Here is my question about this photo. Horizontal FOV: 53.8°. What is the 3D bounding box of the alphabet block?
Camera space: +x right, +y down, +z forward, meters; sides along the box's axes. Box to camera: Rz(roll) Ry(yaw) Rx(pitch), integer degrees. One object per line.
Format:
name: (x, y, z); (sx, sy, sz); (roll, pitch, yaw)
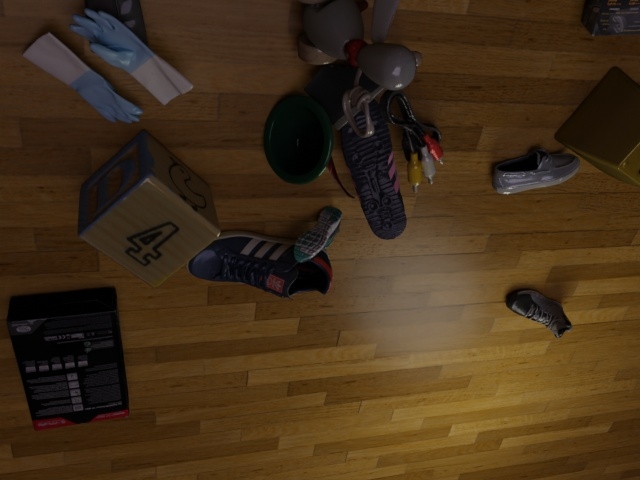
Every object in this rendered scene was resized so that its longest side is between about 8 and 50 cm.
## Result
alphabet block: (-0.345, -0.061, 1.268); (0.193, 0.192, 0.197); (-37, 129, 13)

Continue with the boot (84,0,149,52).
boot: (-0.321, -0.426, 1.077); (0.189, 0.076, 0.209); (-3, 121, 1)

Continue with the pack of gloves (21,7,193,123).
pack of gloves: (-0.379, -0.292, 1.125); (0.195, 0.046, 0.232); (-24, 138, 28)

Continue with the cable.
cable: (0.212, -0.232, 1.357); (0.139, 0.072, 0.287); (-49, 147, -13)

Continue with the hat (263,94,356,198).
hat: (-0.005, -0.208, 1.368); (0.183, 0.173, 0.209); (-18, 132, -55)

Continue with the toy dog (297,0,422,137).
toy dog: (0.080, -0.369, 1.136); (0.160, 0.334, 0.220); (-25, 157, -21)

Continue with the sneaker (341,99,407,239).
sneaker: (0.113, -0.166, 1.412); (0.112, 0.131, 0.319); (-11, 107, 4)

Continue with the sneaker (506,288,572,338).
sneaker: (0.663, 0.223, 1.862); (0.228, 0.132, 0.086); (14, 120, -27)

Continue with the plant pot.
plant pot: (0.739, -0.245, 1.503); (0.212, 0.187, 0.212); (22, 116, -32)

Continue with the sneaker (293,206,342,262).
sneaker: (0.000, 0.000, 1.478); (0.166, 0.065, 0.076); (-48, 151, -28)

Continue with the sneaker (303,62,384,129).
sneaker: (0.078, -0.339, 1.277); (0.222, 0.083, 0.118); (-43, 97, -8)

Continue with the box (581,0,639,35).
box: (0.724, -0.550, 1.288); (0.307, 0.077, 0.243); (-3, 133, -1)

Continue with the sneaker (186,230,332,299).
sneaker: (-0.131, 0.069, 1.464); (0.349, 0.148, 0.131); (0, 126, -18)

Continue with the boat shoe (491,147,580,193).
boat shoe: (0.533, -0.180, 1.550); (0.227, 0.079, 0.081); (-16, 133, -3)

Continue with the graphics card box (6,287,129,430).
graphics card box: (-0.590, 0.288, 1.507); (0.232, 0.094, 0.371); (-5, 128, -15)
